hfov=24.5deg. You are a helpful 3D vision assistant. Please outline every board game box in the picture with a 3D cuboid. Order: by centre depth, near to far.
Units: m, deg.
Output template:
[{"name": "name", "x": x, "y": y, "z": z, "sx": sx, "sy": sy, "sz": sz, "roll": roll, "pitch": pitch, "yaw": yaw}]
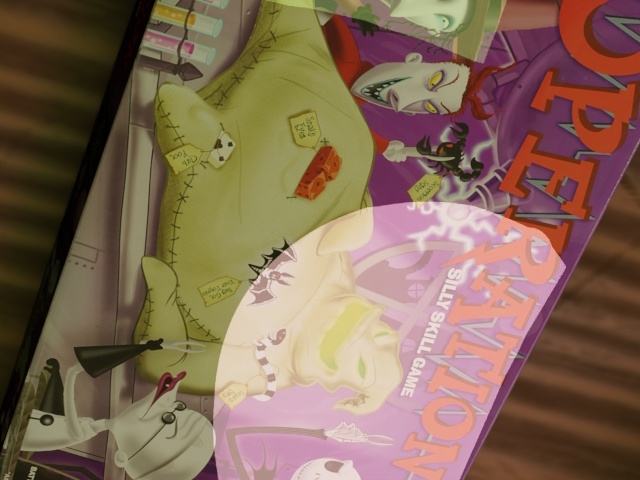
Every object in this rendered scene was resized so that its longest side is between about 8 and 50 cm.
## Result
[{"name": "board game box", "x": 0.000, "y": 0.000, "z": 0.622, "sx": 0.208, "sy": 0.056, "sz": 0.346, "roll": 13, "pitch": 116, "yaw": -19}]
